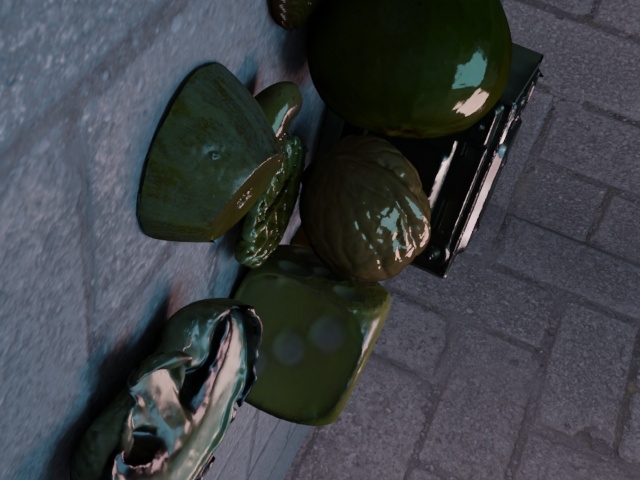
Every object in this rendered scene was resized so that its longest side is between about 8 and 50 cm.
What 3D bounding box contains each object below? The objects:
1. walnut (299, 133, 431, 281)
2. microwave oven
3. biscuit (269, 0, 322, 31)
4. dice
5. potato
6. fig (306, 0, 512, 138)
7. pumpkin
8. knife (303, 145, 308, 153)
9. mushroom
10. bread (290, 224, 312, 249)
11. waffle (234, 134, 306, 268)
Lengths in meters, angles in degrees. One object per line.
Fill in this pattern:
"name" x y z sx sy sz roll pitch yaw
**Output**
"walnut" 0.069 -0.051 1.591 0.225 0.225 0.261 -62 143 -29
"microwave oven" 0.172 -0.178 1.765 0.247 0.333 0.394 -49 159 -49
"biscuit" -0.015 -0.350 1.238 0.176 0.031 0.228 -70 169 19
"dice" -0.028 0.156 1.664 0.238 0.233 0.227 -67 172 15
"potato" -0.073 -0.144 1.268 0.091 0.070 0.137 27 84 -78
"fig" 0.125 -0.304 1.401 0.316 0.316 0.316 22 90 -80
"pumpkin" -0.113 -0.083 1.119 0.217 0.110 0.217 25 90 -85
"knife" -0.058 -0.079 1.617 0.078 0.023 0.166 -95 -153 -88
"mushroom" -0.203 0.212 1.238 0.247 0.130 0.344 75 34 -47
"bread" 0.002 -0.003 1.921 0.139 0.084 0.074 -58 165 -45
"waffle" -0.074 -0.059 1.486 0.208 0.054 0.214 -2 110 -77
